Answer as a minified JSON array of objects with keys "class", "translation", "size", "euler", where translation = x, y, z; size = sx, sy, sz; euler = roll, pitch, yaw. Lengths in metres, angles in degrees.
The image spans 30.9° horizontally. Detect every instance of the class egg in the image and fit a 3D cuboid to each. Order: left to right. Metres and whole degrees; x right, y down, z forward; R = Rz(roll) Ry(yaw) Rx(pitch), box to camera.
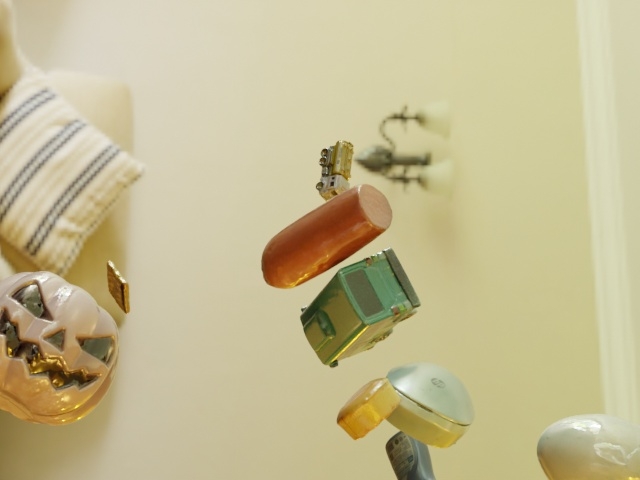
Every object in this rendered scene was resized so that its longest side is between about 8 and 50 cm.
[{"class":"egg","translation":[0.424,0.335,1.725],"size":[0.151,0.209,0.151],"euler":[21,90,-84]}]

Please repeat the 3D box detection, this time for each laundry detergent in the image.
[{"class":"laundry detergent","translation":[0.208,0.513,2.512],"size":[0.061,0.097,0.206],"euler":[23,38,-46]}]

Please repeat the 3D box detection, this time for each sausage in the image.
[{"class":"sausage","translation":[0.000,0.000,2.024],"size":[0.113,0.259,0.113],"euler":[41,31,-31]}]

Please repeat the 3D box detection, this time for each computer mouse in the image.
[{"class":"computer mouse","translation":[0.183,0.250,1.900],"size":[0.097,0.159,0.288],"euler":[-66,170,12]}]

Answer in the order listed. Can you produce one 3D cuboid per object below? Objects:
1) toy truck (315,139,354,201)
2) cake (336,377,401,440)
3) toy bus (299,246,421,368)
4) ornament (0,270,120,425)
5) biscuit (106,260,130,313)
[{"class":"toy truck","translation":[0.033,-0.140,2.320],"size":[0.052,0.063,0.123],"euler":[41,48,-48]},{"class":"cake","translation":[0.058,0.204,1.412],"size":[0.044,0.084,0.084],"euler":[48,-5,1]},{"class":"toy bus","translation":[0.063,0.127,2.090],"size":[0.128,0.147,0.256],"euler":[63,-27,14]},{"class":"ornament","translation":[-0.311,0.117,1.314],"size":[0.177,0.177,0.177],"euler":[180,-90,-87]},{"class":"biscuit","translation":[-0.396,0.092,2.268],"size":[0.081,0.018,0.083],"euler":[45,-35,38]}]
